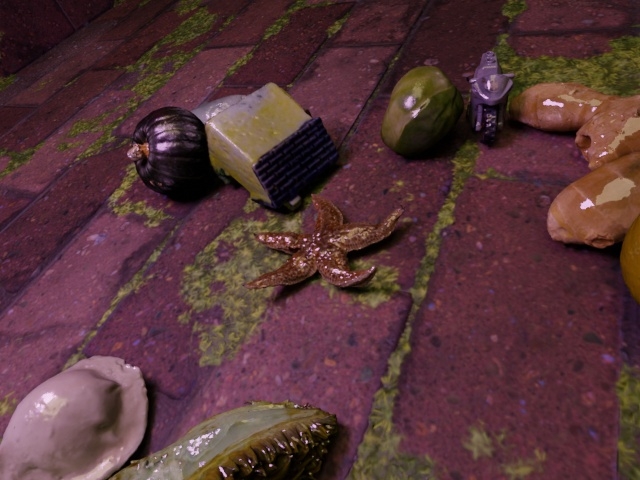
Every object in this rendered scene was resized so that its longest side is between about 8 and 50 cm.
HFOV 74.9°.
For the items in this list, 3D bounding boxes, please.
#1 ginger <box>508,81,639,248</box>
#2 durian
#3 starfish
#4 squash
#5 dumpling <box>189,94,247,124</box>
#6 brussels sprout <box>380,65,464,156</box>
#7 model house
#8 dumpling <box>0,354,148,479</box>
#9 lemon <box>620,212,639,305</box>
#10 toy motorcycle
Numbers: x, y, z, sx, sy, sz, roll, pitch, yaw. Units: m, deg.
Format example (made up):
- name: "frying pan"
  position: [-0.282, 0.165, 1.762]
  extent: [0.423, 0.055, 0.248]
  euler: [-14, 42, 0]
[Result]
- name: "ginger"
  position: [0.485, -0.153, 0.601]
  extent: [0.348, 0.122, 0.363]
  euler: [-11, 37, 22]
- name: "durian"
  position: [-0.143, 0.309, 0.446]
  extent: [0.394, 0.163, 0.198]
  euler: [-32, 8, -15]
- name: "starfish"
  position: [0.000, 0.000, 0.673]
  extent: [0.277, 0.062, 0.236]
  euler: [-29, 46, -4]
- name: "squash"
  position: [-0.310, -0.186, 0.869]
  extent: [0.155, 0.193, 0.193]
  euler: [13, 41, -24]
- name: "dumpling"
  position: [-0.240, -0.254, 0.953]
  extent: [0.216, 0.105, 0.149]
  euler: [-11, 47, 9]
- name: "brussels sprout"
  position: [0.191, -0.243, 0.775]
  extent: [0.131, 0.145, 0.183]
  euler: [28, 66, 6]
- name: "model house"
  position: [-0.082, -0.164, 0.823]
  extent: [0.211, 0.170, 0.194]
  euler: [43, 63, 11]
- name: "dumpling"
  position: [-0.308, 0.246, 0.536]
  extent: [0.155, 0.111, 0.181]
  euler: [17, 78, 7]
- name: "lemon"
  position: [0.429, 0.016, 0.428]
  extent: [0.248, 0.184, 0.184]
  euler: [-21, 44, -23]
- name: "toy motorcycle"
  position: [0.307, -0.278, 0.770]
  extent: [0.080, 0.123, 0.215]
  euler: [3, 51, 16]
